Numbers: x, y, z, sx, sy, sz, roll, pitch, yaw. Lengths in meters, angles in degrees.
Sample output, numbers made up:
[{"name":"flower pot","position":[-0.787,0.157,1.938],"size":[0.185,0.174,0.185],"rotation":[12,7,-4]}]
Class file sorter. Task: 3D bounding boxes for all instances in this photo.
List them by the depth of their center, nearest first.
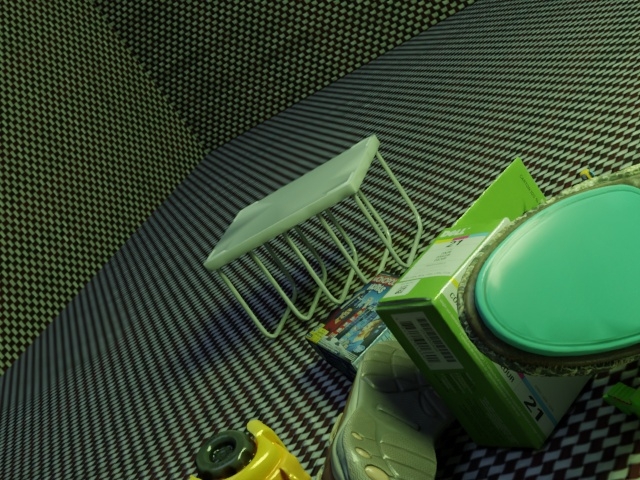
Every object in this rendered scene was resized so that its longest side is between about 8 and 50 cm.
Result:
[{"name":"file sorter","position":[0.000,0.000,1.713],"size":[0.277,0.173,0.193],"rotation":[-29,17,25]}]

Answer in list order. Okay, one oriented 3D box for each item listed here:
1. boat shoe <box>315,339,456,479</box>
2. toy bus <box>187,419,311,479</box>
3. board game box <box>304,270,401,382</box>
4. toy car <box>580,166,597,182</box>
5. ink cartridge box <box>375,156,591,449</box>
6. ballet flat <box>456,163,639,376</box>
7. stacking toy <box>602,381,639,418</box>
[{"name":"boat shoe","position":[0.062,0.201,1.117],"size":[0.116,0.123,0.324],"rotation":[-63,-9,23]},{"name":"toy bus","position":[-0.065,0.306,1.078],"size":[0.220,0.149,0.211],"rotation":[-42,29,-26]},{"name":"board game box","position":[0.095,0.101,1.435],"size":[0.194,0.060,0.194],"rotation":[-39,16,-11]},{"name":"toy car","position":[0.350,-0.065,1.400],"size":[0.060,0.040,0.122],"rotation":[-40,17,-11]},{"name":"ink cartridge box","position":[0.204,0.052,1.105],"size":[0.255,0.189,0.097],"rotation":[-45,17,-28]},{"name":"ballet flat","position":[0.318,-0.002,1.011],"size":[0.482,0.164,0.182],"rotation":[-31,-15,-18]},{"name":"stacking toy","position":[0.355,0.091,0.933],"size":[0.167,0.052,0.221],"rotation":[-41,16,-15]}]
